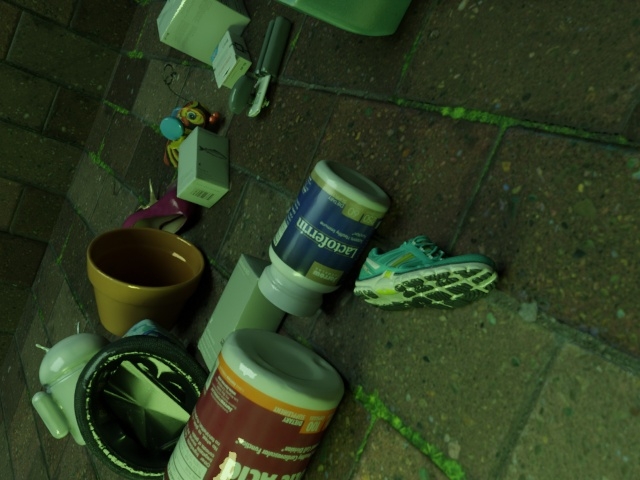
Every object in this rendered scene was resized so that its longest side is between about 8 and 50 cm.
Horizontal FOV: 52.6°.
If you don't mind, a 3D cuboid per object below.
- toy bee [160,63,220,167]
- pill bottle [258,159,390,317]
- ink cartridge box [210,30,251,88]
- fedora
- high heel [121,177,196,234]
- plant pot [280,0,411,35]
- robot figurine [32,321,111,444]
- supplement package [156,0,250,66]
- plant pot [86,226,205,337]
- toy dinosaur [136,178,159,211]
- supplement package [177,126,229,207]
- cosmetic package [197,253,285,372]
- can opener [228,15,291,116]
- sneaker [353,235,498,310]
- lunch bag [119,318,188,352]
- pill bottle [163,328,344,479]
[{"bbox_3d":[-0.379,-0.333,1.877,0.298,0.162,0.195,93,-165,-57],"label":"toy bee"},{"bbox_3d":[0.000,0.000,1.180,0.264,0.153,0.153,-60,36,18],"label":"pill bottle"},{"bbox_3d":[-0.257,-0.512,1.870,0.104,0.060,0.180,-48,40,29],"label":"ink cartridge box"},{"bbox_3d":[-0.378,0.366,1.464,0.152,0.334,0.333,-141,70,-86],"label":"fedora"},{"bbox_3d":[-0.501,-0.022,1.907,0.377,0.127,0.181,-48,30,25],"label":"high heel"},{"bbox_3d":[0.056,-0.537,1.271,0.247,0.252,0.248,-62,35,14],"label":"plant pot"},{"bbox_3d":[-0.601,0.392,1.710,0.200,0.300,0.353,-34,88,38],"label":"robot figurine"},{"bbox_3d":[-0.356,-0.670,1.959,0.194,0.203,0.149,-49,39,28],"label":"supplement package"},{"bbox_3d":[-0.464,0.122,1.685,0.291,0.291,0.203,55,135,50],"label":"plant pot"},{"bbox_3d":[-0.549,-0.105,2.109,0.093,0.053,0.183,-34,54,21],"label":"toy dinosaur"},{"bbox_3d":[-0.320,-0.200,1.768,0.105,0.105,0.179,-36,48,41],"label":"supplement package"},{"bbox_3d":[-0.157,0.163,1.367,0.127,0.107,0.237,43,113,57],"label":"cosmetic package"},{"bbox_3d":[-0.150,-0.451,1.674,0.074,0.093,0.280,8,76,56],"label":"can opener"},{"bbox_3d":[0.152,0.041,0.998,0.275,0.107,0.109,-8,58,53],"label":"sneaker"},{"bbox_3d":[-0.439,0.316,1.593,0.219,0.176,0.090,-43,35,-4],"label":"lunch bag"},{"bbox_3d":[-0.137,0.373,1.127,0.224,0.224,0.392,39,106,54],"label":"pill bottle"}]
